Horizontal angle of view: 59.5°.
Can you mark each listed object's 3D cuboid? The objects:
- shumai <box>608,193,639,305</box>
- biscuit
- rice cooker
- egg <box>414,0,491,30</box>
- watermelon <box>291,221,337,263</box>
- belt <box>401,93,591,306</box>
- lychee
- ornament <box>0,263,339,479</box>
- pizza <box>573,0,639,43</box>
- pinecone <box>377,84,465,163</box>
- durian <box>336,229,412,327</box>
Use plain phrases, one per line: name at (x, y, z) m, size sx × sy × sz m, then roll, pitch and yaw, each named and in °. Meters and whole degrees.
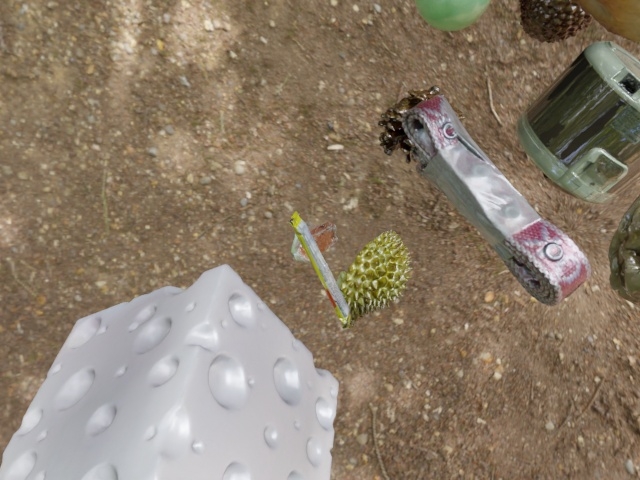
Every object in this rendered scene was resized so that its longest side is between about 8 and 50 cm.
shumai at (0.455, 0.025, 0.664) m, size 0.166 × 0.175 × 0.205 m, roll 14°, pitch 120°, yaw 3°
biscuit at (0.005, 0.067, 1.200) m, size 0.026 × 0.048 × 0.292 m, roll -17°, pitch 116°, yaw 21°
rice cooker at (0.673, -0.267, 1.360) m, size 0.335 × 0.335 × 0.325 m, roll 51°, pitch 129°, yaw 15°
egg at (0.362, -0.704, 1.506) m, size 0.220 × 0.220 × 0.269 m, roll 10°, pitch 88°, yaw 24°
watermelon at (-0.011, -0.005, 1.714) m, size 0.158 × 0.098 × 0.121 m, roll -42°, pitch 30°, yaw 10°
belt at (0.162, -0.039, 0.544) m, size 0.053 × 0.071 × 0.232 m, roll -34°, pitch 77°, yaw -9°
lychee at (0.637, -0.650, 1.431) m, size 0.271 × 0.271 × 0.271 m, roll 0°, pitch 91°, yaw 24°
ornament at (-0.148, 0.214, 0.602) m, size 0.240 × 0.239 × 0.239 m, roll -20°, pitch 127°, yaw 25°
pizza at (0.149, -0.372, 0.462) m, size 0.130 × 0.440 × 0.406 m, roll -44°, pitch 36°, yaw 21°
pinecone at (0.221, -0.258, 1.252) m, size 0.195 × 0.179 × 0.150 m, roll -25°, pitch 90°, yaw 22°
durian at (0.134, 0.107, 1.549) m, size 0.172 × 0.166 × 0.306 m, roll 26°, pitch 93°, yaw -19°
